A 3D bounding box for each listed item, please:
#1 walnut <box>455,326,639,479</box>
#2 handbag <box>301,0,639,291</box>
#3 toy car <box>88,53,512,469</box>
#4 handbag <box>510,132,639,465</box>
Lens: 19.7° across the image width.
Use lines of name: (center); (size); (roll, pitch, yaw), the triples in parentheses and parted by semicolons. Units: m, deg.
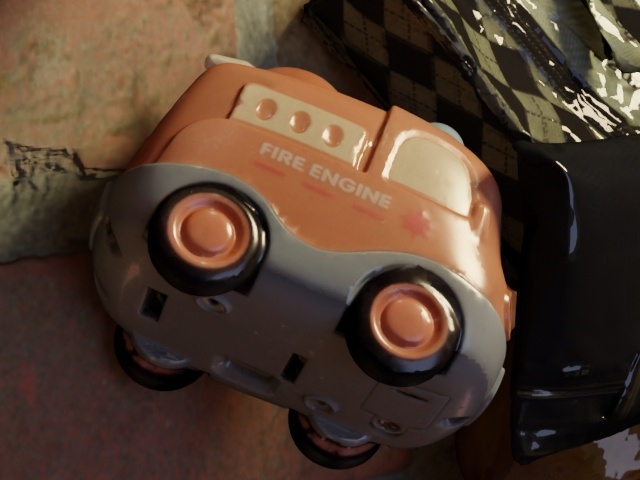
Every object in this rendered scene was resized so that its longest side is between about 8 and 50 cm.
walnut: (0.210, 0.131, 1.386); (0.298, 0.203, 0.203); (-26, 108, -37)
handbag: (0.200, -0.208, 1.386); (0.317, 0.180, 0.416); (49, 61, -18)
toy car: (0.000, 0.000, 1.159); (0.270, 0.180, 0.212); (24, 61, -2)
handbag: (0.209, 0.029, 1.220); (0.254, 0.088, 0.211); (-9, 101, -44)
